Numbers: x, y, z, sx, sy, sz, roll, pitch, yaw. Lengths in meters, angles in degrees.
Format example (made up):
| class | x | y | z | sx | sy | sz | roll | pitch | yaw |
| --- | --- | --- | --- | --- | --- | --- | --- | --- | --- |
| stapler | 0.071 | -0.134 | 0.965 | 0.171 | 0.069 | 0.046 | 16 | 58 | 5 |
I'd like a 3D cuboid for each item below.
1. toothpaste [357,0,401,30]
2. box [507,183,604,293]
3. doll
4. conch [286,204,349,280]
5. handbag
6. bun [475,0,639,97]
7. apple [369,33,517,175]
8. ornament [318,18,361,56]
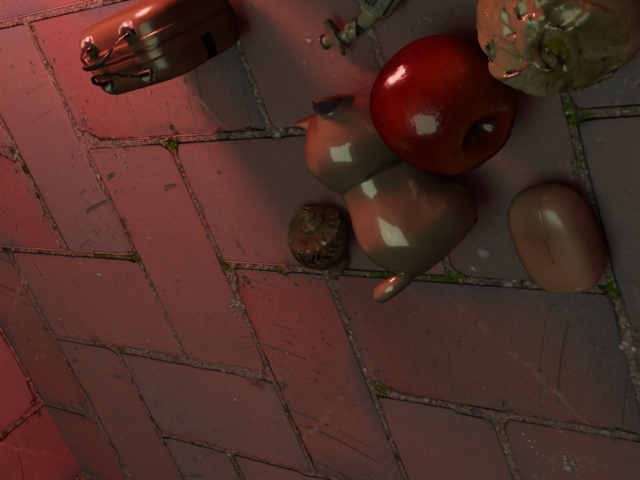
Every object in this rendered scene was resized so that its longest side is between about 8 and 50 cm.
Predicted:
| class | x | y | z | sx | sy | sz | roll | pitch | yaw |
| --- | --- | --- | --- | --- | --- | --- | --- | --- | --- |
| toothpaste | 0.148 | -0.468 | 1.490 | 0.099 | 0.061 | 0.392 | 44 | 138 | 7 |
| box | 0.394 | -0.002 | 1.618 | 0.146 | 0.088 | 0.200 | -6 | 118 | 45 |
| doll | 0.122 | -0.098 | 1.707 | 0.370 | 0.226 | 0.215 | 63 | 171 | -3 |
| conch | 0.000 | 0.000 | 2.007 | 0.155 | 0.130 | 0.207 | 60 | -179 | 42 |
| handbag | -0.333 | -0.374 | 1.838 | 0.302 | 0.283 | 0.149 | -2 | 118 | 44 |
| bun | 0.329 | -0.298 | 1.358 | 0.239 | 0.141 | 0.239 | 16 | 142 | 13 |
| apple | 0.194 | -0.214 | 1.527 | 0.201 | 0.218 | 0.218 | 49 | 147 | 36 |
| ornament | 0.033 | -0.360 | 1.699 | 0.092 | 0.041 | 0.068 | 16 | 134 | 33 |
